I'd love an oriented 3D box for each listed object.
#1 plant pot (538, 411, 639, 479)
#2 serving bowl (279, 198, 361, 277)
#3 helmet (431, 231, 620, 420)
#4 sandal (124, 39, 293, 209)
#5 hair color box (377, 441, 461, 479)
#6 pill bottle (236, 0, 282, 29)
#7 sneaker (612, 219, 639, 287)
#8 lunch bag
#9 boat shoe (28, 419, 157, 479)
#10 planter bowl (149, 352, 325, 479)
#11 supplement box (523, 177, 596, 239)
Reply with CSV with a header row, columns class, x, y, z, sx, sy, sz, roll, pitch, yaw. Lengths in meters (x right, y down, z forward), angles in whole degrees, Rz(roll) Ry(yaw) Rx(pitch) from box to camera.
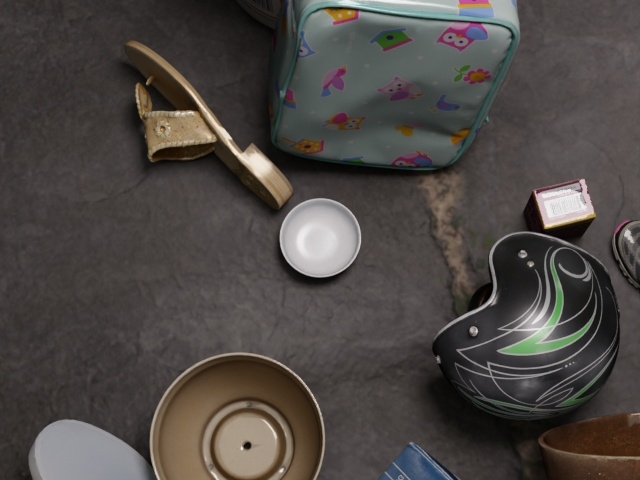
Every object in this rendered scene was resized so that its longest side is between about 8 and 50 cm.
class,x,y,z,sx,sy,sz,roll,pitch,yaw
plant pot,0.315,0.286,1.070,0.215,0.215,0.231,-5,91,1
serving bowl,0.000,0.000,1.221,0.083,0.027,0.083,0,77,1
helmet,0.197,0.092,1.126,0.169,0.169,0.162,17,62,6
sandal,-0.140,-0.103,1.219,0.240,0.088,0.079,43,76,5
hair color box,0.040,0.368,1.033,0.347,0.105,0.174,-49,122,-1
pill bottle,-0.008,-0.367,1.112,0.229,0.408,0.229,0,77,1
sneaker,0.360,0.043,1.175,0.063,0.075,0.170,-36,78,-6
lunch bag,0.068,-0.173,1.132,0.224,0.279,0.108,2,65,-9
boat shoe,-0.169,0.305,1.116,0.306,0.105,0.113,42,38,0
planter bowl,-0.075,0.196,1.137,0.162,0.109,0.162,0,76,2
supplement box,0.240,-0.027,1.190,0.055,0.083,0.043,-14,76,-1
